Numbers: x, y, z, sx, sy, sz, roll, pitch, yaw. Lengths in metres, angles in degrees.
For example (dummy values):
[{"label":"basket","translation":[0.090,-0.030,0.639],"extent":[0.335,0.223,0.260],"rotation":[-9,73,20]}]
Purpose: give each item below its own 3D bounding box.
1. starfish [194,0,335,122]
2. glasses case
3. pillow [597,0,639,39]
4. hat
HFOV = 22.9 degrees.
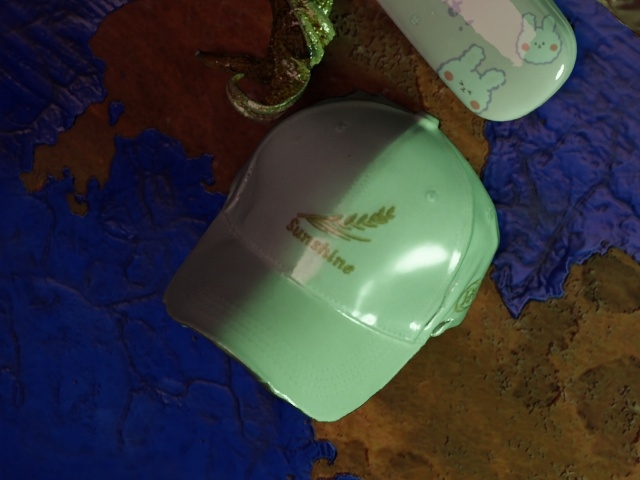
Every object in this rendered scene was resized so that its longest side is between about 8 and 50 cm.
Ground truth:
[{"label":"starfish","translation":[-0.038,-0.207,1.428],"extent":[0.190,0.074,0.146],"rotation":[-59,36,28]},{"label":"glasses case","translation":[0.103,-0.236,1.374],"extent":[0.113,0.075,0.297],"rotation":[-41,86,26]},{"label":"pillow","translation":[0.268,-0.252,1.316],"extent":[0.248,0.049,0.135],"rotation":[45,114,12]},{"label":"hat","translation":[0.000,0.002,1.383],"extent":[0.258,0.301,0.168],"rotation":[33,135,12]}]
